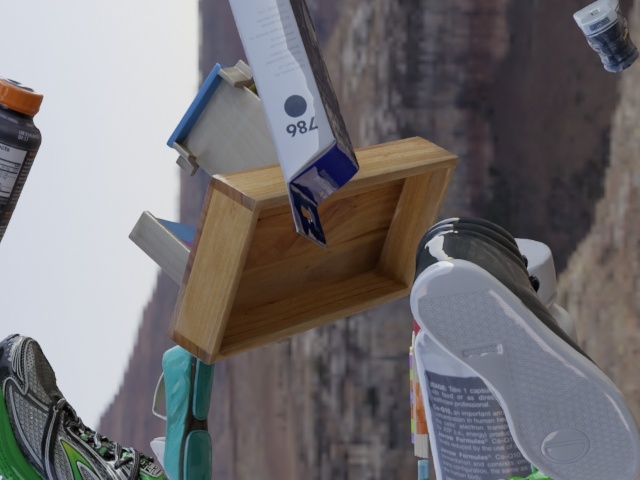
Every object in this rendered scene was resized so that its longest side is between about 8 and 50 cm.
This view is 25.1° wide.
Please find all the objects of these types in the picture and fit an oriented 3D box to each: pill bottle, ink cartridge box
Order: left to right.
[{"bbox_3d":[-0.472,-0.109,2.011,0.130,0.130,0.246,-90,24,-83],"label":"pill bottle"},{"bbox_3d":[-0.028,-0.163,1.400,0.165,0.065,0.333,31,-138,-79],"label":"ink cartridge box"},{"bbox_3d":[0.230,0.194,1.808,0.204,0.204,0.361,-90,-11,-74],"label":"pill bottle"}]

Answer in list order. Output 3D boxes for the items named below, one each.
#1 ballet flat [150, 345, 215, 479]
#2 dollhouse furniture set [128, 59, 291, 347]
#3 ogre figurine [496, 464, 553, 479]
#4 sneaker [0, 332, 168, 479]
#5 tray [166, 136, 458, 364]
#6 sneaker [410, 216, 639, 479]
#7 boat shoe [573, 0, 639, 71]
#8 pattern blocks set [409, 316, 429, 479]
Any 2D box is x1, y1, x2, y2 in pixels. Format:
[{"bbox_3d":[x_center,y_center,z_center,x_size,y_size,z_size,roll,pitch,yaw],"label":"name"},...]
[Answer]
[{"bbox_3d":[-0.203,0.271,2.094,0.083,0.087,0.247,19,-109,-60],"label":"ballet flat"},{"bbox_3d":[-0.063,-0.052,1.996,0.198,0.286,0.303,13,-67,-56],"label":"dollhouse furniture set"},{"bbox_3d":[0.228,0.266,1.353,0.097,0.197,0.118,-82,-21,-86],"label":"ogre figurine"},{"bbox_3d":[-0.242,0.246,1.542,0.343,0.146,0.134,59,-165,-1],"label":"sneaker"},{"bbox_3d":[0.000,0.000,1.708,0.411,0.076,0.203,-16,-51,-53],"label":"tray"},{"bbox_3d":[0.185,0.091,1.266,0.296,0.104,0.147,47,-158,-22],"label":"sneaker"},{"bbox_3d":[0.398,-0.285,1.995,0.083,0.065,0.183,60,-162,-12],"label":"boat shoe"},{"bbox_3d":[0.152,0.234,2.199,0.285,0.026,0.325,59,-150,-81],"label":"pattern blocks set"}]
